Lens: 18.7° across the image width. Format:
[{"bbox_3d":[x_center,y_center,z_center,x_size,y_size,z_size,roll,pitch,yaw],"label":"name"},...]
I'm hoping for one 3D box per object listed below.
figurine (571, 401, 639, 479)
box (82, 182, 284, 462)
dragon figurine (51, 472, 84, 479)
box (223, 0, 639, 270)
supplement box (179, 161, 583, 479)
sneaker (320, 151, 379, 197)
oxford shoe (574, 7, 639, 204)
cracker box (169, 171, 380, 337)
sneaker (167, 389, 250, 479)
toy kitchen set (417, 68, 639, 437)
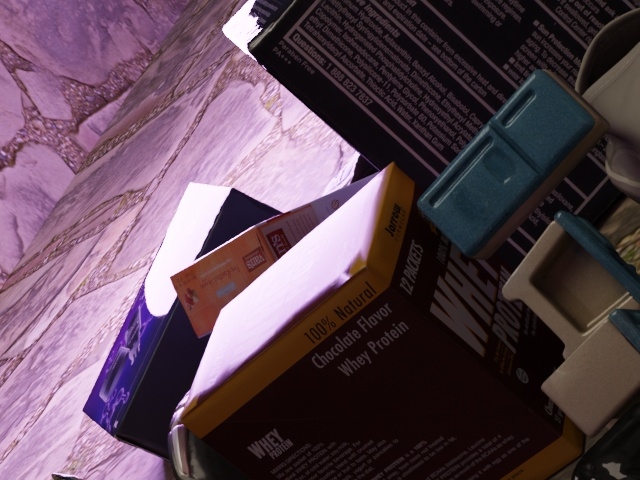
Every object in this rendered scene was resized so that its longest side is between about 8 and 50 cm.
[{"bbox_3d":[0.255,0.074,0.989,0.209,0.092,0.215,-50,15,-20],"label":"figurine"},{"bbox_3d":[-0.123,0.081,1.906,0.261,0.103,0.184,-65,19,-5],"label":"box"},{"bbox_3d":[-0.168,0.306,1.399,0.144,0.289,0.085,-11,-12,-42],"label":"dragon figurine"},{"bbox_3d":[0.135,-0.169,1.512,0.294,0.296,0.183,-48,15,2],"label":"box"},{"bbox_3d":[0.047,0.093,1.311,0.191,0.194,0.129,-40,18,31],"label":"supplement box"},{"bbox_3d":[0.054,-0.064,1.900,0.211,0.080,0.081,-45,17,16],"label":"sneaker"},{"bbox_3d":[0.269,-0.087,1.181,0.169,0.130,0.449,-29,12,-9],"label":"oxford shoe"},{"bbox_3d":[0.000,0.000,1.733,0.232,0.067,0.155,-25,-2,-38],"label":"cracker box"},{"bbox_3d":[-0.028,0.117,1.654,0.162,0.106,0.281,-38,18,27],"label":"sneaker"},{"bbox_3d":[0.150,0.001,1.159,0.122,0.207,0.166,-48,-19,13],"label":"toy kitchen set"}]
